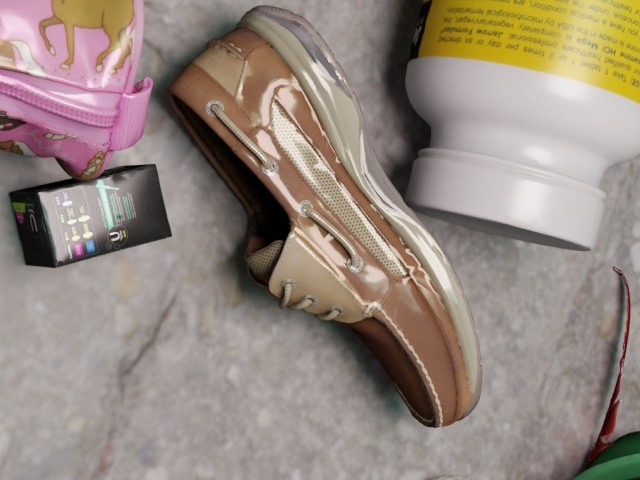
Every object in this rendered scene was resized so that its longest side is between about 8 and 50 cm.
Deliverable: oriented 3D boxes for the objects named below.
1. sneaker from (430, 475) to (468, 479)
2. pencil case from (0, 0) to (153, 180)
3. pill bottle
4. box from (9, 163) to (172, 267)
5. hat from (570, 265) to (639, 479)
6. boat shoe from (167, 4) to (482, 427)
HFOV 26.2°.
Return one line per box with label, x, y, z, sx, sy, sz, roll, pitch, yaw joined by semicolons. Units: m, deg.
sneaker;0.158;0.339;1.024;0.130;0.147;0.330;-28;104;-26
pencil case;-0.286;-0.132;0.764;0.386;0.160;0.167;6;73;-31
pill bottle;0.169;-0.169;1.001;0.188;0.188;0.334;16;87;-28
box;-0.151;-0.017;0.899;0.083;0.062;0.052;-17;99;-28
hat;0.257;0.183;1.151;0.173;0.183;0.208;32;117;-19
boat shoe;0.000;0.000;0.962;0.116;0.123;0.324;-33;99;-18
